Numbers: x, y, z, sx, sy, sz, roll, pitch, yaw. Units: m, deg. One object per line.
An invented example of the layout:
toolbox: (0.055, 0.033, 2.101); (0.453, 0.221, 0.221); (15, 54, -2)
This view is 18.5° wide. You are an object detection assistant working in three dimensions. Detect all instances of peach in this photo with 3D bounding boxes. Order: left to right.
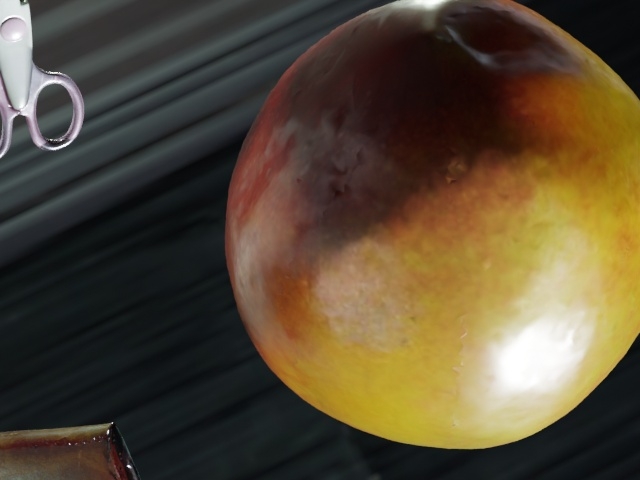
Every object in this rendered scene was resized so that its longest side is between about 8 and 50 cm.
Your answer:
peach: (0.088, -0.018, 1.341); (0.332, 0.307, 0.308); (90, -23, -47)

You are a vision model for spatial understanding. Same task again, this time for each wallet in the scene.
wallet: (-0.223, 0.186, 1.300); (0.031, 0.255, 0.137); (-49, 128, -57)

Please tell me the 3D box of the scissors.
scissors: (-0.193, -0.130, 1.224); (0.022, 0.085, 0.176); (-126, -151, -54)
